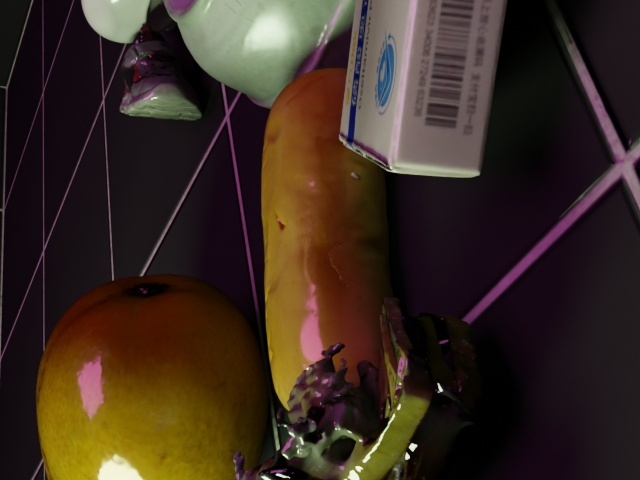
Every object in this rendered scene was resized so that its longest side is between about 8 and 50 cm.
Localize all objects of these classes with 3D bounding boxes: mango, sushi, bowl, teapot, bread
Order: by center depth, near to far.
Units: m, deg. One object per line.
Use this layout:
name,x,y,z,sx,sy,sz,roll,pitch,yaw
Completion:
sushi,0.008,0.155,0.702,0.139,0.131,0.291,-90,24,-53
bread,0.000,0.000,0.829,0.142,0.091,0.305,133,138,-58
bowl,-0.051,-0.283,0.944,0.307,0.163,0.307,-20,67,58
mango,-0.177,0.201,0.986,0.263,0.221,0.378,-121,37,-47
teapot,-0.260,-0.373,1.358,0.204,0.139,0.298,-57,-7,-19

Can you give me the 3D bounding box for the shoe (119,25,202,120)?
shoe,-0.215,-0.226,1.313,0.227,0.099,0.125,-163,79,-68

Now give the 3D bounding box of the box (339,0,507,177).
box,0.078,-0.225,0.670,0.200,0.065,0.343,-128,44,-76
